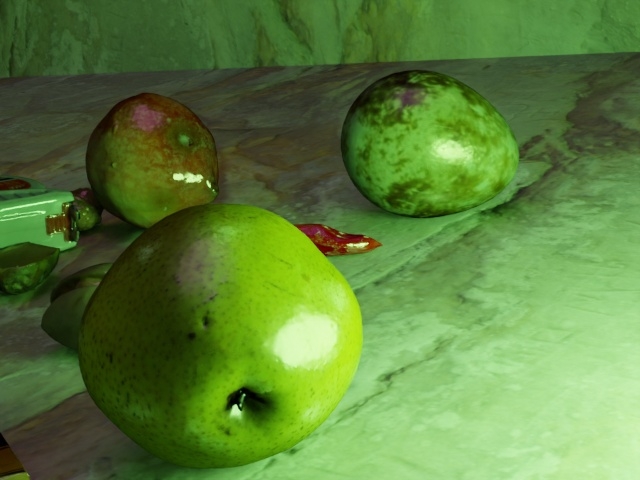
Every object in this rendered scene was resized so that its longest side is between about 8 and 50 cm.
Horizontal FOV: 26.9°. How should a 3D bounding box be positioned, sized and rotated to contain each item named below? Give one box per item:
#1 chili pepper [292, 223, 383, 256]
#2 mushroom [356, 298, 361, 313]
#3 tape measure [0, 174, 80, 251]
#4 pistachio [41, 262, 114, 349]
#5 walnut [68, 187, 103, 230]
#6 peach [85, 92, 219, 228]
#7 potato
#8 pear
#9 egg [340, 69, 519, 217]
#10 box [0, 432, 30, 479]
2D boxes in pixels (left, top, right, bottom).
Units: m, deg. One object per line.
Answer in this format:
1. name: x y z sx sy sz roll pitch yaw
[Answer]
1. chili pepper: 0.000 -0.001 2.036 0.191 0.050 0.059 2 1 6
2. mushroom: -0.056 0.101 1.659 0.213 0.088 0.097 -3 -16 -3
3. tape measure: -0.562 -0.029 2.253 0.243 0.125 0.246 -10 18 -32
4. pistachio: -0.280 0.092 1.746 0.185 0.124 0.124 -6 15 27
5. walnut: -0.422 -0.055 2.357 0.096 0.082 0.079 -3 52 49
6. peach: -0.272 -0.127 2.287 0.257 0.232 0.232 14 25 28
7. potato: -0.463 0.044 2.085 0.119 0.054 0.198 -17 14 -16
8. pear: -0.101 0.101 1.366 0.294 0.294 0.294 -7 16 2
9. egg: 0.176 -0.152 2.152 0.290 0.238 0.238 9 19 9
10. box: -0.391 0.243 1.355 0.152 0.070 0.237 -14 19 -23
